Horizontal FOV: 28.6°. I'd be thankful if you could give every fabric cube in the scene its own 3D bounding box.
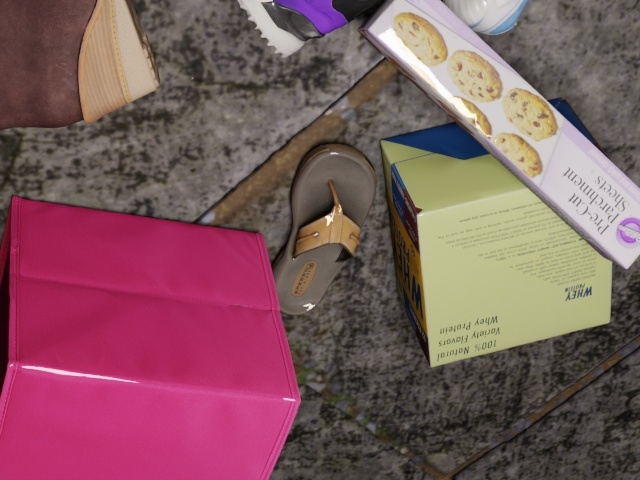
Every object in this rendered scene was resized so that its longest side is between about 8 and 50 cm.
[{"bbox_3d":[-0.195,0.143,1.217,0.258,0.259,0.254,8,125,-18],"label":"fabric cube"}]

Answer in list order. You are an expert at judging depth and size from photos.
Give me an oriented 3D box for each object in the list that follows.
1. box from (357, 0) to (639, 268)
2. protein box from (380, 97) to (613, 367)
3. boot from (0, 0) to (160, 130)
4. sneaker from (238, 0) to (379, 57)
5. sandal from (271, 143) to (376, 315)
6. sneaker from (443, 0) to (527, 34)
[{"bbox_3d":[0.173,-0.104,1.119,0.324,0.063,0.067,42,92,-12],"label":"box"},{"bbox_3d":[0.180,-0.008,1.276,0.199,0.136,0.201,-13,129,-6],"label":"protein box"},{"bbox_3d":[-0.262,-0.198,1.041,0.206,0.090,0.248,-13,123,2],"label":"boot"},{"bbox_3d":[-0.029,-0.269,0.999,0.146,0.102,0.293,-17,151,19],"label":"sneaker"},{"bbox_3d":[0.000,0.000,1.283,0.090,0.060,0.219,10,124,-22],"label":"sandal"},{"bbox_3d":[0.186,-0.292,1.103,0.086,0.085,0.237,-4,129,-46],"label":"sneaker"}]
